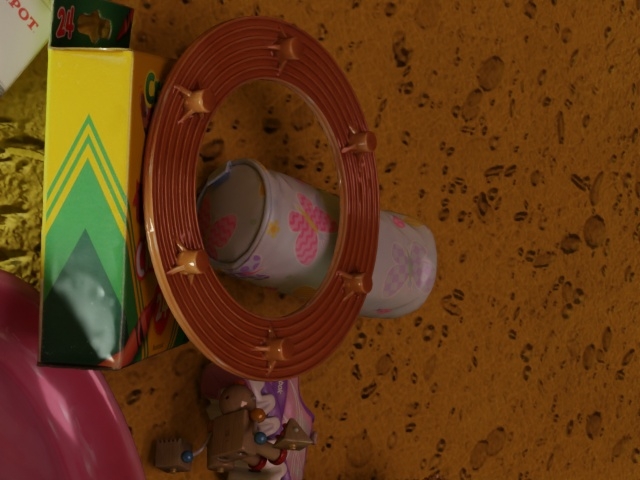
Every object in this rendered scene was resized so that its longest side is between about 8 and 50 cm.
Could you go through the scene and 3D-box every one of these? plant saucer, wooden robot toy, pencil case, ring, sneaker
[{"bbox_3d":[-0.250,0.186,1.271,0.332,0.084,0.332,59,15,-26],"label":"plant saucer"},{"bbox_3d":[-0.080,0.177,1.482,0.076,0.173,0.079,27,54,-46],"label":"wooden robot toy"},{"bbox_3d":[0.000,0.000,1.570,0.273,0.113,0.124,16,64,-44],"label":"pencil case"},{"bbox_3d":[-0.037,-0.039,1.401,0.336,0.032,0.336,6,83,-53],"label":"ring"},{"bbox_3d":[-0.045,0.219,1.568,0.104,0.095,0.236,-24,109,-48],"label":"sneaker"}]

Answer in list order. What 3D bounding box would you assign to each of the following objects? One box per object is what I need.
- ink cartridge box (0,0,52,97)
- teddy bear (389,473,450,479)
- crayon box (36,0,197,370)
[{"bbox_3d":[-0.335,-0.164,1.248,0.218,0.092,0.158,-55,128,-23],"label":"ink cartridge box"},{"bbox_3d":[0.015,0.363,1.592,0.338,0.113,0.245,-57,154,-29],"label":"teddy bear"},{"bbox_3d":[-0.173,-0.056,1.356,0.202,0.081,0.318,-16,109,-77],"label":"crayon box"}]
